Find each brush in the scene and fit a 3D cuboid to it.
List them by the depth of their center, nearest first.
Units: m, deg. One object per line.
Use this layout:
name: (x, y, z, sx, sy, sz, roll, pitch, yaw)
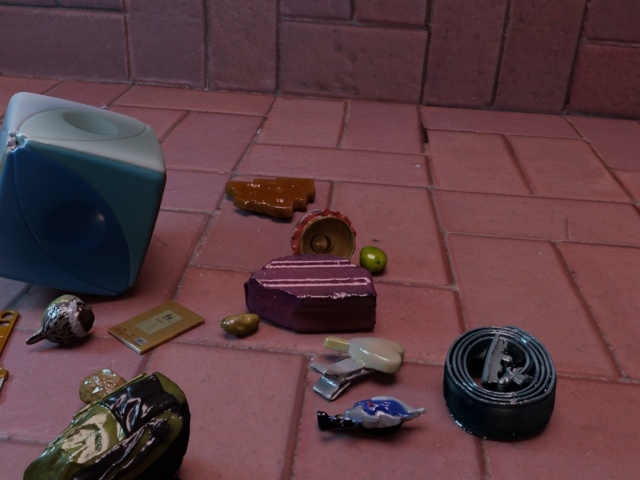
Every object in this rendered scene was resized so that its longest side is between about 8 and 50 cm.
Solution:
brush: (-0.654, 0.222, 1.419, 0.090, 0.017, 0.314, 1, 26, -11)

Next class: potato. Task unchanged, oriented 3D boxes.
potato: (-0.171, 0.181, 1.523, 0.092, 0.047, 0.045, -5, -9, -37)

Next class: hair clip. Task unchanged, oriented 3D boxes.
hair clip: (0.073, 0.239, 1.419, 0.218, 0.071, 0.159, -13, 28, -37)

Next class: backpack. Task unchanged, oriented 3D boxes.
backpack: (-0.305, 0.327, 1.054, 0.140, 0.207, 0.253, 36, 46, 28)

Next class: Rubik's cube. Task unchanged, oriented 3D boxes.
Rubik's cube: (-0.572, -0.110, 1.635, 0.351, 0.352, 0.347, 9, 25, -26)

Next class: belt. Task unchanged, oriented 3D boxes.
belt: (0.339, 0.254, 1.352, 0.206, 0.116, 0.267, 3, 29, 9)

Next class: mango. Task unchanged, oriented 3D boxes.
mango: (0.133, 0.044, 1.815, 0.073, 0.056, 0.108, 5, 23, -10)

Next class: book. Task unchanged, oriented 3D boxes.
book: (-0.352, 0.183, 1.531, 0.118, 0.012, 0.172, 24, 33, 35)

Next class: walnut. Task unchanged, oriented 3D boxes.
walnut: (-0.386, 0.273, 1.279, 0.096, 0.083, 0.079, 19, 3, 31)

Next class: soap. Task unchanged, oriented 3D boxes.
soap: (-0.027, 0.116, 1.591, 0.289, 0.112, 0.182, 0, 26, -6)

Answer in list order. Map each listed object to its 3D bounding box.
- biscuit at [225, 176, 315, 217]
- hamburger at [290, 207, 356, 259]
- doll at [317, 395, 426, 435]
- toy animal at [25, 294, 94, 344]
biscuit: (-0.130, -0.138, 2.168, 0.306, 0.043, 0.284, -19, 33, -41)
hamburger: (0.002, -0.003, 1.788, 0.175, 0.175, 0.137, -4, 15, -14)
doll: (0.093, 0.314, 1.265, 0.195, 0.070, 0.096, -4, -4, -7)
toy animal: (-0.525, 0.174, 1.448, 0.098, 0.098, 0.137, 18, 46, 27)
